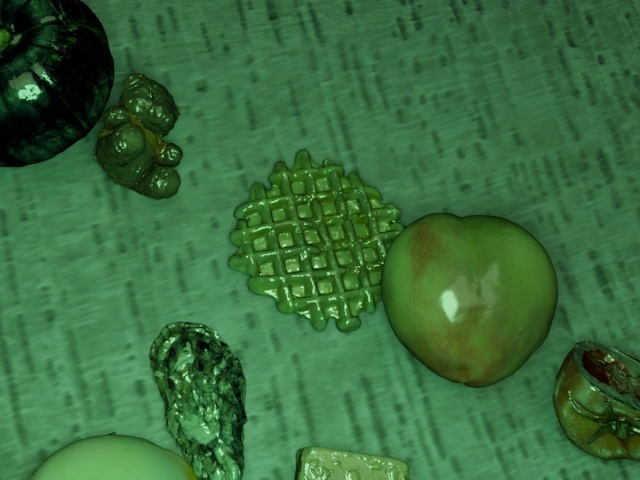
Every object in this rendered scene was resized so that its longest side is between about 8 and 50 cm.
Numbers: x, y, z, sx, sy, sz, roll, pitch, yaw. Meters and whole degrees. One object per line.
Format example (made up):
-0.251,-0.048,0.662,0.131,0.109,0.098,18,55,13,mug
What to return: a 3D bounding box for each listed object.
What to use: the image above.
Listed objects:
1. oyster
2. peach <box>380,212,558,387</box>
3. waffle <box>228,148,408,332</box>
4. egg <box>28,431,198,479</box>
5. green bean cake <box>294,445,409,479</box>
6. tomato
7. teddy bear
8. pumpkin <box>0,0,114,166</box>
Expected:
-0.194,0.253,1.343,0.199,0.087,0.252,18,56,-4,oyster
0.242,0.092,1.378,0.292,0.247,0.292,14,50,-17,peach
0.000,0.000,1.471,0.309,0.056,0.292,36,67,2,waffle
-0.297,0.411,1.206,0.286,0.174,0.264,27,72,-4,egg
0.046,0.389,1.325,0.179,0.085,0.109,11,68,-6,green bean cake
0.480,0.284,1.405,0.214,0.155,0.181,29,33,6,tomato
-0.307,-0.184,1.438,0.140,0.177,0.190,5,65,34,teddy bear
-0.483,-0.263,1.382,0.315,0.238,0.315,-6,62,12,pumpkin
